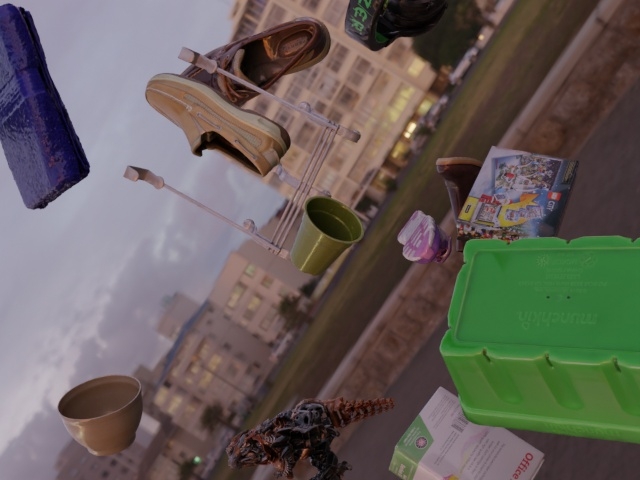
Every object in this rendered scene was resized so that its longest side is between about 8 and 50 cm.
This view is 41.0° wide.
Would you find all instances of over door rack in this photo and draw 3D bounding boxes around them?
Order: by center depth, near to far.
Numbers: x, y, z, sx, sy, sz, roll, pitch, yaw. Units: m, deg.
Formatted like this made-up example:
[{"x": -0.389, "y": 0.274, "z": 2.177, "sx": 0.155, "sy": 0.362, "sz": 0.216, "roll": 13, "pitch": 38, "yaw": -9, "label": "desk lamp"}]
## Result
[{"x": -0.122, "y": -0.140, "z": 1.401, "sx": 0.240, "sy": 0.324, "sz": 0.108, "roll": -64, "pitch": -9, "yaw": 8, "label": "over door rack"}]

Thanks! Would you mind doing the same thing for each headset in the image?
[{"x": 0.183, "y": -0.425, "z": 1.322, "sx": 0.394, "sy": 0.185, "sz": 0.243, "roll": -49, "pitch": -12, "yaw": -43, "label": "headset"}]

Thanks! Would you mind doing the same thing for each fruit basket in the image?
[{"x": 0.384, "y": 0.134, "z": 1.143, "sx": 0.392, "sy": 0.391, "sz": 0.283, "roll": 117, "pitch": 171, "yaw": -67, "label": "fruit basket"}]

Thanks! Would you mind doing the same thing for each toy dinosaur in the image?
[{"x": -0.026, "y": 0.358, "z": 1.612, "sx": 0.322, "sy": 0.164, "sz": 0.218, "roll": -42, "pitch": 14, "yaw": 8, "label": "toy dinosaur"}]

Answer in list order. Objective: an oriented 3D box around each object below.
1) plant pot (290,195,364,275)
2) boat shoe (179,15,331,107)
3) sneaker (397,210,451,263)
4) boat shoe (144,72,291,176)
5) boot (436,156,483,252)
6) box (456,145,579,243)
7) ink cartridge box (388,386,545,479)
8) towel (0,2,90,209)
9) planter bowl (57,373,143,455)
[{"x": 0.000, "y": 0.000, "z": 1.078, "sx": 0.079, "sy": 0.083, "sz": 0.083, "roll": -57, "pitch": -1, "yaw": 35, "label": "plant pot"}, {"x": -0.144, "y": -0.314, "z": 1.573, "sx": 0.341, "sy": 0.123, "sz": 0.123, "roll": -22, "pitch": 6, "yaw": 10, "label": "boat shoe"}, {"x": 0.230, "y": 0.007, "z": 1.780, "sx": 0.095, "sy": 0.104, "sz": 0.236, "roll": -52, "pitch": 6, "yaw": 10, "label": "sneaker"}, {"x": -0.131, "y": -0.131, "z": 0.990, "sx": 0.072, "sy": 0.189, "sz": 0.068, "roll": -58, "pitch": -17, "yaw": -24, "label": "boat shoe"}, {"x": 0.341, "y": -0.078, "z": 2.007, "sx": 0.248, "sy": 0.090, "sz": 0.207, "roll": 16, "pitch": -103, "yaw": -53, "label": "boot"}, {"x": 0.343, "y": -0.071, "z": 1.479, "sx": 0.233, "sy": 0.159, "sz": 0.044, "roll": -57, "pitch": -28, "yaw": -43, "label": "box"}, {"x": 0.246, "y": 0.376, "z": 1.446, "sx": 0.154, "sy": 0.212, "sz": 0.093, "roll": -45, "pitch": -25, "yaw": -35, "label": "ink cartridge box"}, {"x": -0.491, "y": -0.218, "z": 1.448, "sx": 0.076, "sy": 0.308, "sz": 0.227, "roll": -20, "pitch": 1, "yaw": -34, "label": "towel"}, {"x": -0.419, "y": 0.350, "z": 1.675, "sx": 0.162, "sy": 0.162, "sz": 0.109, "roll": -54, "pitch": -41, "yaw": -61, "label": "planter bowl"}]
